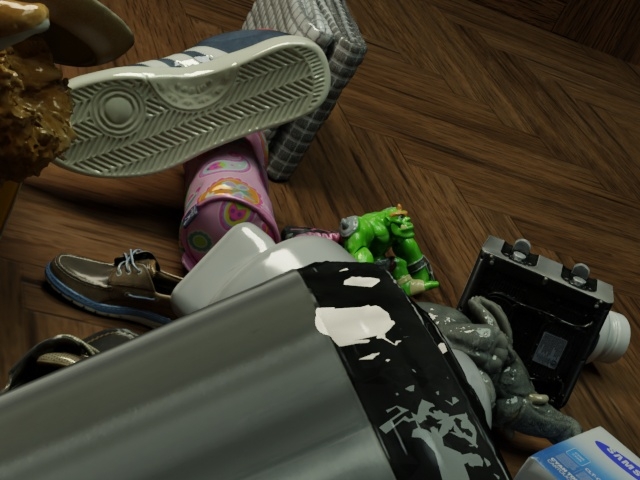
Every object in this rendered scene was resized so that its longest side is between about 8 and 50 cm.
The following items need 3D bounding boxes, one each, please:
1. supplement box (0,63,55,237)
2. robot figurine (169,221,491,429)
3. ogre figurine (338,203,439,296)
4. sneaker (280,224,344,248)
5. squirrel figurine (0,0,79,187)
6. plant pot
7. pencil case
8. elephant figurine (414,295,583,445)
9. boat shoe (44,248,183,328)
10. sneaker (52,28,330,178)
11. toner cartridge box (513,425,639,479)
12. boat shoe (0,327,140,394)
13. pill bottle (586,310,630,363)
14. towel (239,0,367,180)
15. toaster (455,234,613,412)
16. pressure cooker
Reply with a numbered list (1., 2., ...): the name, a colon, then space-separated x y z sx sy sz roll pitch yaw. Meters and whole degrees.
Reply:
1. supplement box: -0.466 -0.167 1.310 0.357 0.195 0.194 18 26 -19
2. robot figurine: 0.016 0.134 1.202 0.353 0.200 0.300 41 -1 29
3. ogre figurine: 0.076 0.020 1.594 0.197 0.097 0.118 -17 87 -41
4. sneaker: 0.000 0.000 1.644 0.119 0.047 0.057 8 20 -39
5. squirrel figurine: -0.365 -0.091 1.047 0.281 0.370 0.397 27 24 -1
6. plant pot: -0.288 -0.212 1.183 0.236 0.032 0.236 18 -8 3
7. pencil case: -0.117 -0.060 1.552 0.124 0.124 0.284 20 26 -16
8. elephant figurine: 0.167 0.150 1.422 0.169 0.186 0.239 -9 -10 33
9. boat shoe: -0.190 0.043 1.329 0.183 0.066 0.066 20 25 -16
10. sneaker: -0.169 -0.167 1.519 0.350 0.131 0.148 -13 22 -13
11. toner cartridge box: 0.361 0.340 1.300 0.348 0.075 0.165 41 27 28
12. boat shoe: -0.197 0.150 1.036 0.132 0.130 0.355 28 24 1
13. pill bottle: 0.317 0.110 1.681 0.169 0.094 0.094 16 27 -24
14. towel: -0.045 -0.247 1.848 0.121 0.235 0.283 21 26 -21
15. toaster: 0.246 0.103 1.545 0.168 0.185 0.110 23 21 8
16. pressure cooker: -0.094 0.236 0.622 0.420 0.375 0.370 -24 45 -4
